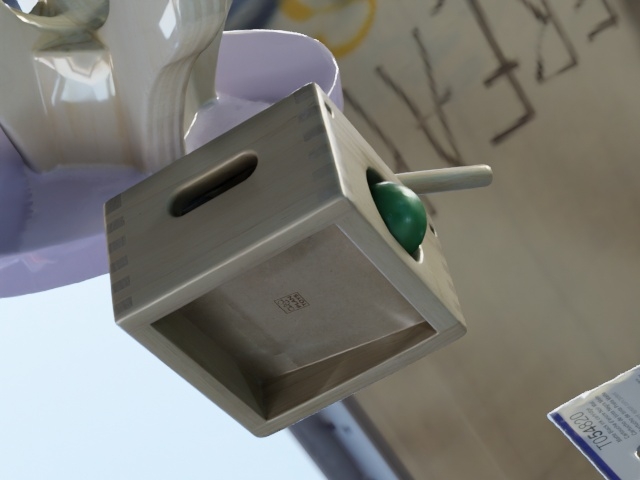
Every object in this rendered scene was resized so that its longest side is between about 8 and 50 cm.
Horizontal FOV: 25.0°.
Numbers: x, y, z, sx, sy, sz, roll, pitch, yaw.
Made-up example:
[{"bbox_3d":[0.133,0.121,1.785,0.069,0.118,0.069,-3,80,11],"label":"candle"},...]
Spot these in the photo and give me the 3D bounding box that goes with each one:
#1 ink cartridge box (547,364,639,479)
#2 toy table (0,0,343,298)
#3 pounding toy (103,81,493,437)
[{"bbox_3d":[0.268,0.104,0.799,0.224,0.045,0.223,-26,-158,-4],"label":"ink cartridge box"},{"bbox_3d":[-0.117,-0.100,0.752,0.252,0.161,0.274,25,-134,39],"label":"toy table"},{"bbox_3d":[0.000,0.000,0.636,0.141,0.130,0.100,-29,-135,16],"label":"pounding toy"}]
